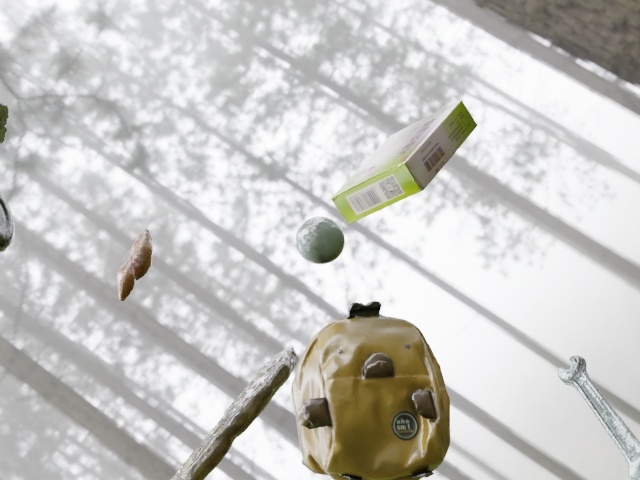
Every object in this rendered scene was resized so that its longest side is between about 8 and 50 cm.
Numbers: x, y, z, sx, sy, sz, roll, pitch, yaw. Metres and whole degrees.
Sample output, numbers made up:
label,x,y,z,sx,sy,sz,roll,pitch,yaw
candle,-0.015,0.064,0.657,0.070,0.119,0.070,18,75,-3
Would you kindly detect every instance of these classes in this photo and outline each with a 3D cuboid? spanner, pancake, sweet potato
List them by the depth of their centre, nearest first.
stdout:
label,x,y,z,sx,sy,sz,roll,pitch,yaw
pancake,-0.122,0.234,1.131,0.286,0.033,0.288,-50,-2,-1
spanner,0.536,0.331,1.837,0.071,0.302,0.017,-41,-47,9
sweet potato,-0.399,0.050,2.140,0.202,0.058,0.055,-76,2,-48

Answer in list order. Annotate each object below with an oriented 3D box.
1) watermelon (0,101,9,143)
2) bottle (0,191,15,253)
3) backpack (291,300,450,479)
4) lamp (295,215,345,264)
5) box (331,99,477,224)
label,x,y,z,sx,sy,sz,roll,pitch,yaw
watermelon,-0.530,-0.167,1.392,0.180,0.081,0.094,-5,-69,-31
bottle,-0.636,-0.002,1.577,0.271,0.143,0.156,-23,-6,11
backpack,0.100,0.322,2.029,0.354,0.378,0.201,-3,-26,-17
lamp,0.000,0.000,2.058,0.105,0.105,0.105,-52,-14,-19
box,0.150,-0.140,1.731,0.175,0.062,0.260,-25,15,40
